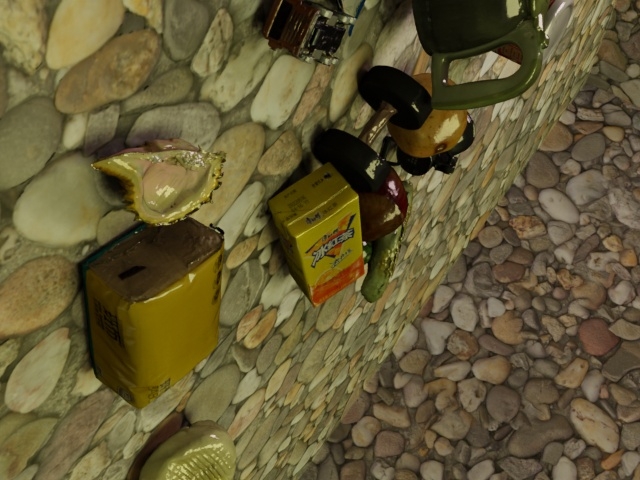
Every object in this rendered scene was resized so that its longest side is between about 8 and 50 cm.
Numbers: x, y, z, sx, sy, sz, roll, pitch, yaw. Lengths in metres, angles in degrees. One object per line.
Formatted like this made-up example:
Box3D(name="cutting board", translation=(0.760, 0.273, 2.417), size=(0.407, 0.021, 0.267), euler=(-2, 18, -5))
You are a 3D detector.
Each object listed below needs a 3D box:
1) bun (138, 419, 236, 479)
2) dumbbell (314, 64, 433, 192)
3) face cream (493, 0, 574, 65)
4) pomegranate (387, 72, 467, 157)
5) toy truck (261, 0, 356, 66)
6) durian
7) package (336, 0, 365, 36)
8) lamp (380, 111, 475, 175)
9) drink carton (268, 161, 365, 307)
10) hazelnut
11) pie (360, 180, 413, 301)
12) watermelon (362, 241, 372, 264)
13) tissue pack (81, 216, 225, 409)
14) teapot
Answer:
Box3D(name="bun", translation=(-0.291, 0.490, 1.615), size=(0.229, 0.145, 0.229), euler=(-15, 120, -27))
Box3D(name="dumbbell", translation=(0.106, -0.220, 1.468), size=(0.218, 0.153, 0.152), euler=(-55, 161, -9))
Box3D(name="face cream", translation=(0.513, -0.559, 1.887), size=(0.201, 0.187, 0.201), euler=(-48, 159, -26))
Box3D(name="pomegranate", translation=(0.231, -0.284, 1.651), size=(0.196, 0.196, 0.196), euler=(-48, 159, -26))
Box3D(name="toy truck", translation=(-0.016, -0.318, 1.118), size=(0.083, 0.092, 0.192), euler=(-65, 168, 19))
Box3D(name="durian", translation=(-0.226, -0.093, 0.979), size=(0.140, 0.078, 0.224), euler=(-50, 152, 14))
Box3D(name="package", translation=(0.070, -0.441, 1.209), size=(0.171, 0.027, 0.173), euler=(-67, 165, -5))
Box3D(name="lamp", translation=(0.277, -0.233, 1.841), size=(0.227, 0.172, 0.147), euler=(-43, 157, -42))
Box3D(name="drink carton", translation=(0.000, 0.000, 1.556), size=(0.155, 0.111, 0.351), euler=(-34, 155, -11))
Box3D(name="hazelnut", translation=(0.110, -0.081, 1.721), size=(0.202, 0.160, 0.170), euler=(-25, 170, 41))
Box3D(name="pie", translation=(0.171, 0.012, 1.974), size=(0.371, 0.078, 0.296), euler=(102, 5, -52))
Box3D(name="watermelon", translation=(0.077, 0.020, 1.851), size=(0.109, 0.109, 0.109), euler=(-48, 159, -26))
Box3D(name="tissue pack", translation=(-0.246, 0.106, 1.129), size=(0.192, 0.134, 0.270), euler=(-42, 155, -38))
Box3D(name="teapot", translation=(0.295, -0.426, 1.354), size=(0.239, 0.240, 0.321), euler=(47, 54, -56))
